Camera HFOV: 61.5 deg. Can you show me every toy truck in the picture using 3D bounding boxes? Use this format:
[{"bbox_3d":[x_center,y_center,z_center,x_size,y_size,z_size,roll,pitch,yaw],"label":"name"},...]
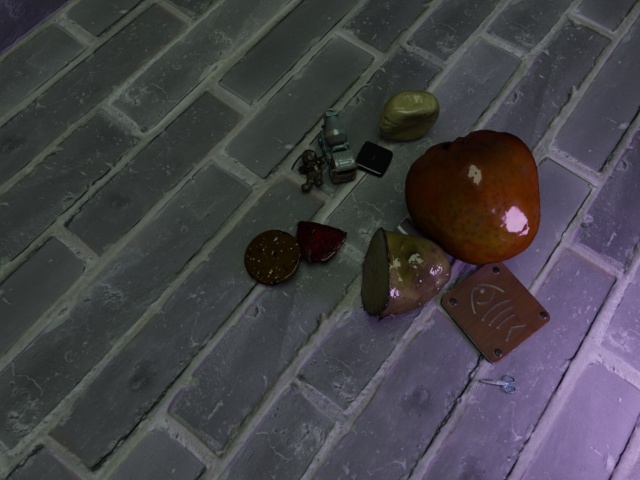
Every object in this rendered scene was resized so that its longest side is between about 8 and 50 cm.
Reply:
[{"bbox_3d":[0.063,-0.356,2.017,0.107,0.140,0.257,-12,67,-7],"label":"toy truck"}]

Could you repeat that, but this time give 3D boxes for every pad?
[{"bbox_3d":[0.597,0.236,1.845,0.286,0.018,0.284,-33,71,-16],"label":"pad"}]

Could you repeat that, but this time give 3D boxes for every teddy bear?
[{"bbox_3d":[-0.026,-0.262,2.013,0.119,0.078,0.161,-18,71,28],"label":"teddy bear"}]

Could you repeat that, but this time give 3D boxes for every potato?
[{"bbox_3d":[0.290,0.117,1.765,0.237,0.289,0.301,5,76,-15],"label":"potato"}]

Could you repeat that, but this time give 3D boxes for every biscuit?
[{"bbox_3d":[-0.166,0.059,1.872,0.212,0.036,0.212,-5,64,11],"label":"biscuit"}]

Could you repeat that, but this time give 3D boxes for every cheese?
[{"bbox_3d":[0.334,-0.461,2.030,0.225,0.214,0.117,-6,65,-10],"label":"cheese"}]

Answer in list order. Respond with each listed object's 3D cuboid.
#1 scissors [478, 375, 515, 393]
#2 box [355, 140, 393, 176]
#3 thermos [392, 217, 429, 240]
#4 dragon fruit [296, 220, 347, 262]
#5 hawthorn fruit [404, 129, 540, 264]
[{"bbox_3d":[0.574,0.461,1.746,0.119,0.014,0.058,9,62,-1],"label":"scissors"},{"bbox_3d":[0.205,-0.311,2.066,0.125,0.027,0.126,25,67,6],"label":"box"},{"bbox_3d":[0.327,0.035,1.887,0.193,0.105,0.137,44,98,8],"label":"thermos"},{"bbox_3d":[-0.001,0.002,1.902,0.160,0.121,0.127,0,22,-27],"label":"dragon fruit"},{"bbox_3d":[0.508,-0.136,1.795,0.471,0.472,0.472,1,67,-1],"label":"hawthorn fruit"}]
